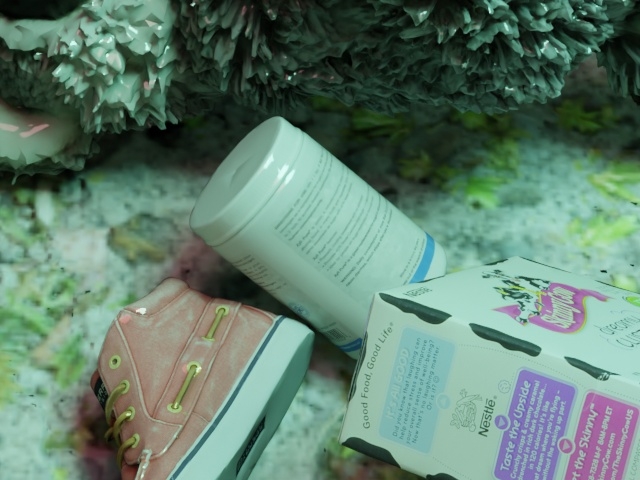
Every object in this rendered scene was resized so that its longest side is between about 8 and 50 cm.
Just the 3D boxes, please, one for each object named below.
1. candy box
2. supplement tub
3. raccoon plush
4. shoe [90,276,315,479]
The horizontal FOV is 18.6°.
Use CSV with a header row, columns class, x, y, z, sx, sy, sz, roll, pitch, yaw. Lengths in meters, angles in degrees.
class,x,y,z,sx,sy,sz,roll,pitch,yaw
candy box,0.133,0.072,0.825,0.196,0.070,0.165,18,13,24
supplement tub,0.000,0.000,0.917,0.107,0.071,0.071,40,51,-17
raccoon plush,0.021,-0.081,0.989,0.446,0.299,0.216,40,34,-15
shoe,-0.074,0.089,0.872,0.081,0.063,0.178,22,47,12
